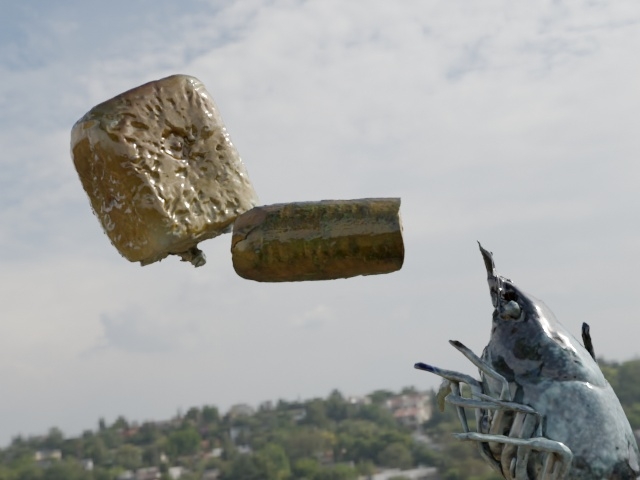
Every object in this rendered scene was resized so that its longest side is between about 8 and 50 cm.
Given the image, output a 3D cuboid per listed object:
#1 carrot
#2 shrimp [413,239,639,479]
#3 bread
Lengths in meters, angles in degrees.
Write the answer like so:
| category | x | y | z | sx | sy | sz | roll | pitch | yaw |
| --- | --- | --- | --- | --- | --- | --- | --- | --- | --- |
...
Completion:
| category | x | y | z | sx | sy | sz | roll | pitch | yaw |
| --- | --- | --- | --- | --- | --- | --- | --- | --- | --- |
| carrot | 0.000 | 0.000 | 0.979 | 0.173 | 0.082 | 0.082 | -2 | -8 | 14 |
| shrimp | 0.209 | 0.201 | 0.877 | 0.166 | 0.410 | 0.221 | -43 | -26 | 23 |
| bread | -0.212 | -0.075 | 1.360 | 0.195 | 0.246 | 0.176 | -25 | -2 | -33 |
